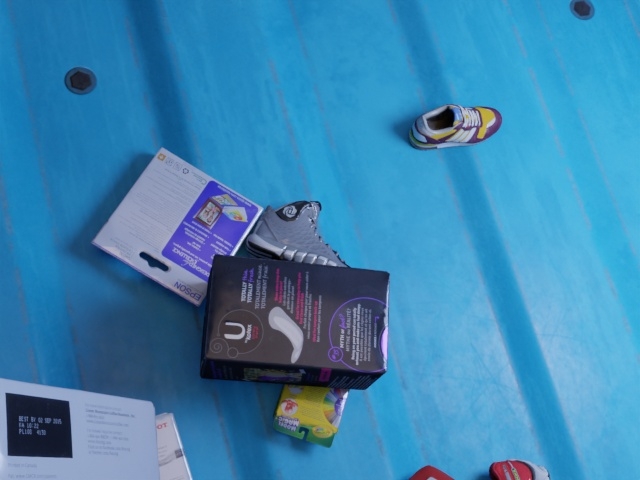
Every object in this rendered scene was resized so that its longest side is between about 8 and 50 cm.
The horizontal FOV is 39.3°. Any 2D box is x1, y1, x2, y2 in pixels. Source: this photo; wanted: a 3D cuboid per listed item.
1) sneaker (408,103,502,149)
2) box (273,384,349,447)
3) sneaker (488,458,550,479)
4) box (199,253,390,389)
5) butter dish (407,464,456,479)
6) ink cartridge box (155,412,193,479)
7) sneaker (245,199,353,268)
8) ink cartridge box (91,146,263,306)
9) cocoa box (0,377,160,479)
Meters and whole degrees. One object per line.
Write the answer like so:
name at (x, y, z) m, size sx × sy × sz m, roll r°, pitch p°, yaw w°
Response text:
sneaker at (0.255, -0.213, 1.627) m, size 0.186 × 0.084 × 0.069 m, roll -16°, pitch 74°, yaw -16°
box at (-0.006, 0.234, 1.439) m, size 0.105 × 0.043 × 0.179 m, roll 20°, pitch 65°, yaw -4°
sneaker at (0.284, 0.480, 1.395) m, size 0.118 × 0.107 × 0.279 m, roll 8°, pitch 65°, yaw 11°
box at (-0.041, 0.129, 1.371) m, size 0.270 × 0.143 × 0.165 m, roll 6°, pitch 69°, yaw -9°
butter dish at (0.176, 0.452, 1.363) m, size 0.160 × 0.118 × 0.160 m, roll 26°, pitch 48°, yaw 37°
ink cartridge box at (-0.253, 0.346, 1.338) m, size 0.109 × 0.063 × 0.150 m, roll -16°, pitch 74°, yaw -16°
sneaker at (0.000, 0.000, 1.502) m, size 0.229 × 0.086 × 0.132 m, roll 23°, pitch 66°, yaw -2°
ink cartridge box at (-0.235, -0.020, 1.482) m, size 0.206 × 0.045 × 0.208 m, roll 31°, pitch 67°, yaw 1°
cocoa box at (-0.388, 0.319, 1.141) m, size 0.228 × 0.347 × 0.231 m, roll -15°, pitch 71°, yaw 18°
